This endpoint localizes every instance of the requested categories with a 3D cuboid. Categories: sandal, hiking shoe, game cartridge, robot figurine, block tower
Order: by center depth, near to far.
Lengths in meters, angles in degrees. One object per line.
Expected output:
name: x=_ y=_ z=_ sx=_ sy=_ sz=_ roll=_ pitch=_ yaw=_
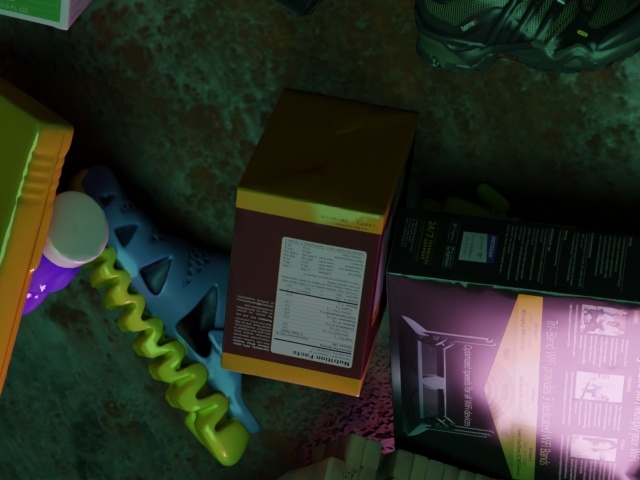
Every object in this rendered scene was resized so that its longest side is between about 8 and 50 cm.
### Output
hiking shoe: x=0.183 y=-0.206 z=1.665 sx=0.227 sy=0.086 sz=0.114 roll=-4 pitch=123 yaw=16
game cartridge: x=-0.342 y=0.002 z=1.781 sx=0.052 sy=0.285 sz=0.324 roll=9 pitch=106 yaw=-39
robot figurine: x=0.142 y=0.000 z=1.814 sx=0.115 sy=0.067 sz=0.101 roll=18 pitch=113 yaw=2
sandal: x=-0.131 y=0.055 z=1.899 sx=0.138 sy=0.126 sz=0.317 roll=-36 pitch=104 yaw=-10
block tower: x=0.137 y=0.279 z=1.906 sx=0.335 sy=0.091 sz=0.097 roll=20 pitch=158 yaw=-19

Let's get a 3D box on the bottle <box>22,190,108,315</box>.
bottle: x=-0.296 y=0.016 z=1.841 sx=0.092 sy=0.118 sz=0.283 roll=29 pitch=151 yaw=-28

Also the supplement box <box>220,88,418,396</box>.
supplement box: x=0.000 y=0.000 z=1.772 sx=0.129 sy=0.191 sz=0.194 roll=11 pitch=122 yaw=6

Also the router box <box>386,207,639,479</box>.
router box: x=0.188 y=0.108 z=1.809 sx=0.243 sy=0.081 sz=0.309 roll=7 pitch=141 yaw=9

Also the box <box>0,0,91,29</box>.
box: x=-0.250 y=-0.251 z=1.730 sx=0.101 sy=0.102 sz=0.087 roll=13 pitch=121 yaw=6

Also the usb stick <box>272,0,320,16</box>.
usb stick: x=-0.109 y=-0.287 z=1.709 sx=0.278 sy=0.045 sz=0.077 roll=30 pitch=130 yaw=-6

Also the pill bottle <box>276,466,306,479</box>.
pill bottle: x=-0.071 y=0.426 z=2.032 sx=0.229 sy=0.229 sz=0.408 roll=30 pitch=123 yaw=-6
